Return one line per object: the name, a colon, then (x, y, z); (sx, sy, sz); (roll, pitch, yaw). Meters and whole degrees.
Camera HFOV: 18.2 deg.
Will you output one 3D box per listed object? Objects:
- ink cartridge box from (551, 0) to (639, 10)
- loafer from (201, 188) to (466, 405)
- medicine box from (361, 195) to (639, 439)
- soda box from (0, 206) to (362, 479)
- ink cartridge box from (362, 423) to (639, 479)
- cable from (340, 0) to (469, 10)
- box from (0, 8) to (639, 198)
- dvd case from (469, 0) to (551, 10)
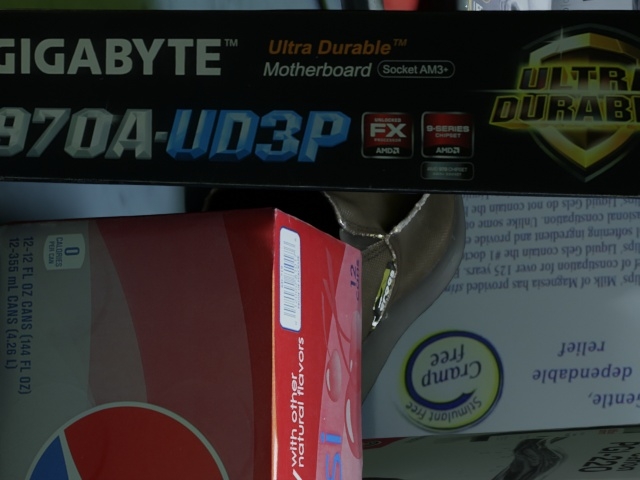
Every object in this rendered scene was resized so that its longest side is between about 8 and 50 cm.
ink cartridge box: (0.206, -0.113, 1.195); (0.082, 0.190, 0.140); (45, 44, -61)
loafer: (0.000, 0.000, 0.737); (0.220, 0.080, 0.078); (-65, 147, -55)
medicine box: (0.126, 0.097, 0.991); (0.263, 0.149, 0.289); (44, 45, -64)
soda box: (-0.040, 0.126, 0.577); (0.083, 0.092, 0.263); (27, 61, -69)
ink cartridge box: (0.077, 0.120, 0.729); (0.158, 0.217, 0.092); (-8, 94, -72)
cable: (0.001, -0.159, 0.854); (0.287, 0.072, 0.139); (26, 79, -56)
box: (0.025, -0.041, 0.601); (0.175, 0.220, 0.051); (-11, 102, -71)
dvd case: (0.093, -0.143, 1.104); (0.164, 0.018, 0.221); (24, 64, -60)
